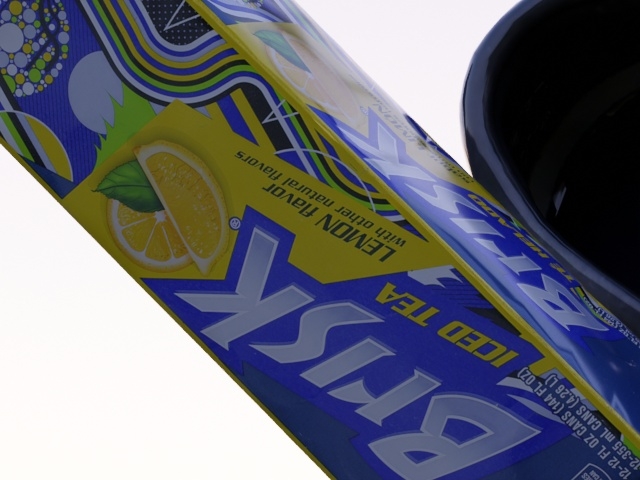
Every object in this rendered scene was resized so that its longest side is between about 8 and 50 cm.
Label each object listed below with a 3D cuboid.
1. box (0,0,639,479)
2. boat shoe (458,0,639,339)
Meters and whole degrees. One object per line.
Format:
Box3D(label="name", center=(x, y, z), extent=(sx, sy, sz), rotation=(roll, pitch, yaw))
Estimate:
Box3D(label="box", center=(0.000, 0.000, 0.388), extent=(0.059, 0.169, 0.054), rotation=(-47, -5, 21))
Box3D(label="boat shoe", center=(0.249, 0.021, 0.457), extent=(0.500, 0.186, 0.156), rotation=(17, -12, 35))
